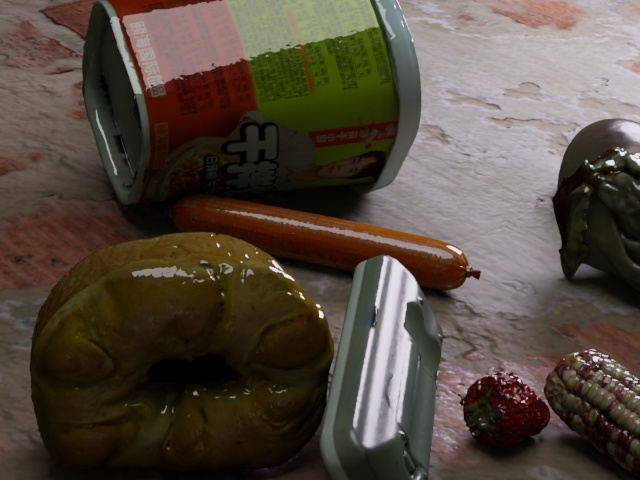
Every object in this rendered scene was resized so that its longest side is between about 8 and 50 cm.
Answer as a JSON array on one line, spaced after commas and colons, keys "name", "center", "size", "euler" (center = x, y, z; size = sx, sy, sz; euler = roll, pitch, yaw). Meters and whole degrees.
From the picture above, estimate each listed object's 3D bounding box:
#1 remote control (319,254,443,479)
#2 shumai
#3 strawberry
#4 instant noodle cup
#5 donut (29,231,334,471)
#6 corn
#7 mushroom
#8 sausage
[{"name": "remote control", "center": [0.063, 0.133, 1.577], "size": [0.066, 0.128, 0.335], "euler": [-24, 22, 18]}, {"name": "shumai", "center": [0.319, -0.005, 1.895], "size": [0.142, 0.184, 0.184], "euler": [-20, 29, 3]}, {"name": "strawberry", "center": [0.171, 0.154, 1.632], "size": [0.083, 0.073, 0.073], "euler": [2, 25, -37]}, {"name": "instant noodle cup", "center": [-0.087, -0.171, 1.976], "size": [0.308, 0.293, 0.294], "euler": [-12, 32, -20]}, {"name": "donut", "center": [-0.119, 0.094, 1.540], "size": [0.262, 0.208, 0.128], "euler": [2, 27, -16]}, {"name": "corn", "center": [0.300, 0.177, 1.593], "size": [0.079, 0.079, 0.237], "euler": [-18, 38, -37]}, {"name": "mushroom", "center": [0.353, -0.077, 2.064], "size": [0.141, 0.117, 0.188], "euler": [-19, 39, -18]}, {"name": "sausage", "center": [0.000, 0.000, 1.898], "size": [0.348, 0.053, 0.053], "euler": [12, 28, 11]}]
